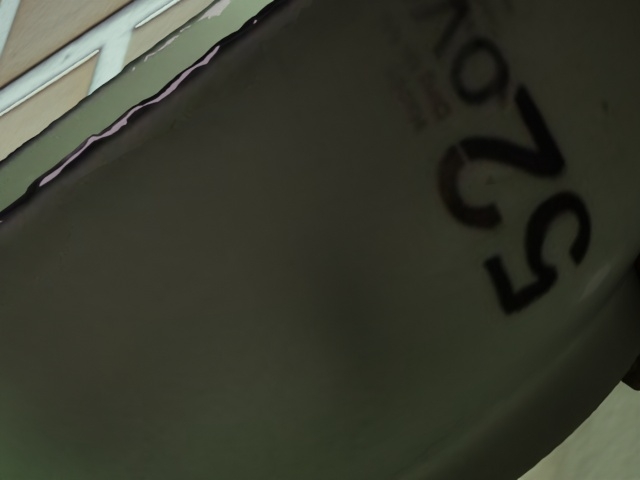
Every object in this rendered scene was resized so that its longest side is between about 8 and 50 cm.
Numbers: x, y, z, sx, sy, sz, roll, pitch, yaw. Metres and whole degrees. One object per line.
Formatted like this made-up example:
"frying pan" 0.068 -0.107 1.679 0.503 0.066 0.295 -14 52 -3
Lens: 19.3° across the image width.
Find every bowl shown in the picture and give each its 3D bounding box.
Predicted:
"bowl" 0.000 0.000 0.697 0.354 0.185 0.354 -36 9 7

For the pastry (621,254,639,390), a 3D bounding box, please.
"pastry" 0.196 -0.010 0.700 0.192 0.093 0.182 -68 18 -11
